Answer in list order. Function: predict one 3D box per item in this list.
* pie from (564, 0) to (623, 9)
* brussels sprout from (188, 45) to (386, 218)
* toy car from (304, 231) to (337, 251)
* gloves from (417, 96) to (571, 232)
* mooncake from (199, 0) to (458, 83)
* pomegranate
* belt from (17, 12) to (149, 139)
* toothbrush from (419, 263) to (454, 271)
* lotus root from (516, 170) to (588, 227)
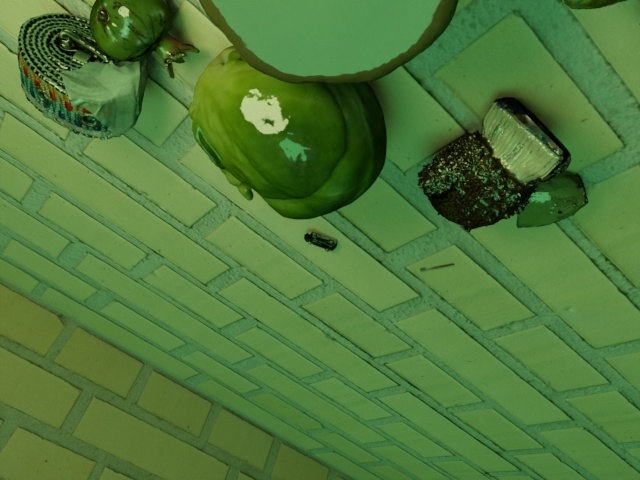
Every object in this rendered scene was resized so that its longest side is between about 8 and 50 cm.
[{"bbox_3d":[0.454,-0.366,0.565,0.371,0.296,0.078,-15,98,36],"label":"pie"},{"bbox_3d":[-0.048,-0.213,0.967,0.371,0.276,0.315,40,151,-14],"label":"brussels sprout"},{"bbox_3d":[0.000,0.000,1.384,0.093,0.025,0.041,23,140,-10],"label":"toy car"},{"bbox_3d":[0.314,-0.127,1.003,0.210,0.135,0.312,35,140,4],"label":"gloves"},{"bbox_3d":[0.009,-0.410,0.698,0.378,0.201,0.379,4,127,5],"label":"mooncake"},{"bbox_3d":[-0.333,-0.394,0.976,0.152,0.131,0.191,-21,134,36],"label":"pomegranate"},{"bbox_3d":[-0.480,-0.333,1.047,0.257,0.207,0.150,33,143,-4],"label":"belt"},{"bbox_3d":[0.306,0.071,1.354,0.097,0.006,0.008,-14,127,35],"label":"toothbrush"},{"bbox_3d":[0.467,-0.081,1.054,0.144,0.070,0.143,-6,135,28],"label":"lotus root"}]
